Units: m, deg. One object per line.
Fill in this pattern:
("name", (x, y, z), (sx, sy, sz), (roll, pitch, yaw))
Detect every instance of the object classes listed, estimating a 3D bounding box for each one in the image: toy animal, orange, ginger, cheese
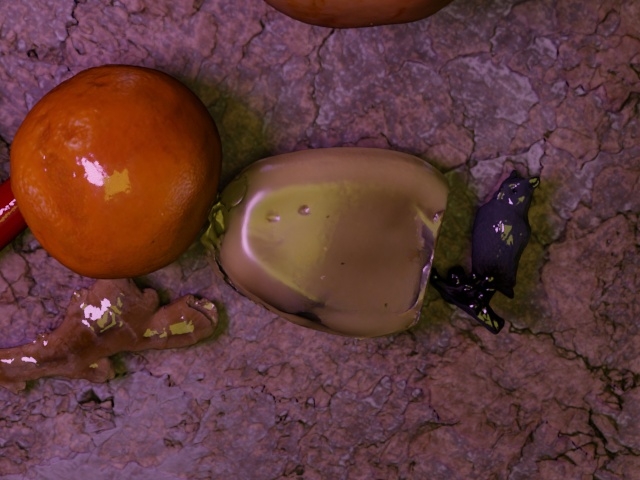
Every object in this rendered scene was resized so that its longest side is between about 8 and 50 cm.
("toy animal", (0.253, 0.014, 1.607), (0.117, 0.121, 0.210), (30, 94, -35))
("orange", (-0.237, -0.082, 1.418), (0.261, 0.261, 0.261), (-2, 107, -8))
("ginger", (-0.305, 0.124, 1.567), (0.334, 0.081, 0.148), (-22, 124, 0))
("cheese", (0.000, 0.000, 1.551), (0.316, 0.128, 0.259), (5, 98, -16))

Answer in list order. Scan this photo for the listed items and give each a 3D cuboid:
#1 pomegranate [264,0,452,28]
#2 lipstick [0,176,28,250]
("pomegranate", (0.025, -0.437, 1.301), (0.412, 0.411, 0.411), (-2, 107, -8))
("lipstick", (-0.469, 0.021, 1.513), (0.280, 0.073, 0.073), (-40, 108, 6))
